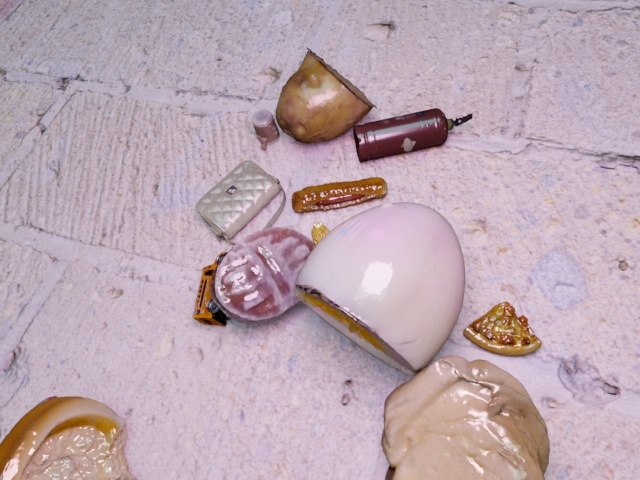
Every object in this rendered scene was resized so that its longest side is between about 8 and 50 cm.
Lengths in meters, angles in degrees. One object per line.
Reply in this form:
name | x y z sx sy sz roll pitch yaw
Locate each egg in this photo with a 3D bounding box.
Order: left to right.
egg | 0.163 0.073 1.060 0.354 0.354 0.340 31 75 25

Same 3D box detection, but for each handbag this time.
handbag | -0.225 -0.108 1.411 0.219 0.079 0.256 38 74 23

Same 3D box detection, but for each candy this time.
candy | -0.144 0.089 1.209 0.289 0.157 0.214 -30 88 -28

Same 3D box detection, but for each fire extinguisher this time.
fire extinguisher | 0.272 -0.325 1.408 0.337 0.135 0.114 -12 94 3

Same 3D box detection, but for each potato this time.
potato | -0.008 -0.413 1.462 0.237 0.289 0.301 -49 48 20

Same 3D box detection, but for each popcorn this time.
popcorn | 0.000 0.000 1.312 0.084 0.084 0.084 -5 60 8

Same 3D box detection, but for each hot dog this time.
hot dog | 0.054 -0.139 1.380 0.289 0.068 0.083 -10 52 6

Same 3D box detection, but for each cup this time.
cup | -0.189 -0.362 1.534 0.074 0.099 0.102 29 69 25

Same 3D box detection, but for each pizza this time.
pizza | 0.431 0.206 1.120 0.175 0.046 0.134 1 61 12

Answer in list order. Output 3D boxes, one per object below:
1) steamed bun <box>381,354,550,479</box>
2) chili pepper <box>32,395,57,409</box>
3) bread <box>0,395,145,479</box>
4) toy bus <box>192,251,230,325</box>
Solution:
steamed bun | 0.277 0.422 0.914 0.325 0.230 0.372 -17 66 29
chili pepper | -0.731 0.467 1.195 0.050 0.041 0.153 36 66 -19
bread | -0.576 0.571 1.023 0.245 0.329 0.424 -36 50 39
toy bus | -0.283 0.130 1.278 0.088 0.083 0.194 -4 61 20
